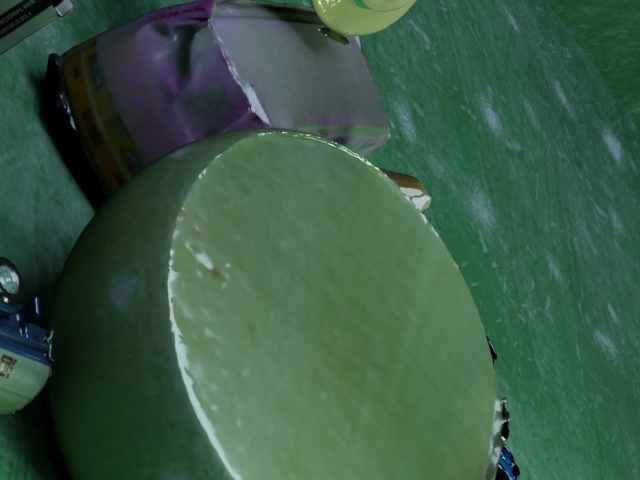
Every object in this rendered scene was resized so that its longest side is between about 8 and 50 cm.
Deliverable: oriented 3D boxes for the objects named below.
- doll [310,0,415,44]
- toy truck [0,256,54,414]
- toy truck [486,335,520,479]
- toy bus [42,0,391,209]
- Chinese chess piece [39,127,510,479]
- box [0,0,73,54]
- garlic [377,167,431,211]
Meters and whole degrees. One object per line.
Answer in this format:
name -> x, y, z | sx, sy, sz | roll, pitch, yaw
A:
doll -> -0.032, -0.280, 1.609 | 0.271, 0.144, 0.208 | 37, -4, -2
toy truck -> -0.238, 0.050, 1.119 | 0.201, 0.074, 0.088 | 30, 45, -55
toy truck -> 0.099, 0.153, 1.716 | 0.126, 0.113, 0.208 | 41, 26, -42
toy bus -> -0.074, -0.121, 1.598 | 0.171, 0.162, 0.386 | 64, 21, 5
Chinese chess piece -> -0.029, 0.096, 1.305 | 0.349, 0.146, 0.349 | 24, 54, -38
box -> -0.290, -0.222, 1.265 | 0.247, 0.129, 0.033 | 55, 21, -13
garlic -> -0.006, -0.005, 1.605 | 0.101, 0.195, 0.087 | 10, 59, -39
